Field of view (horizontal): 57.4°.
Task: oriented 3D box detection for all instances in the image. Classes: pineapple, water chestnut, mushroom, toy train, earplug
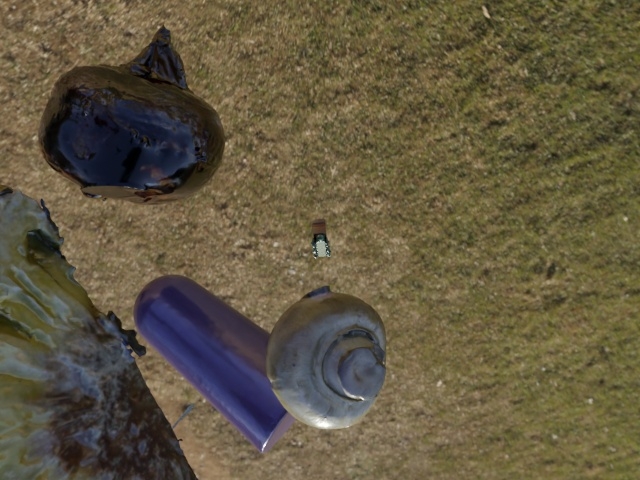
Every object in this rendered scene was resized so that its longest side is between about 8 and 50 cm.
[{"bbox_3d":[-0.254,0.175,0.401,0.286,0.209,0.344,-24,96,40],"label":"pineapple"},{"bbox_3d":[-0.340,-0.233,1.114,0.336,0.335,0.346,13,91,-12],"label":"water chestnut"},{"bbox_3d":[0.018,0.204,1.032,0.255,0.184,0.254,-4,99,-27],"label":"mushroom"},{"bbox_3d":[0.000,0.000,1.349,0.044,0.064,0.103,-7,154,1],"label":"toy train"},{"bbox_3d":[-0.228,0.244,1.301,0.456,0.215,0.215,35,124,14],"label":"earplug"}]

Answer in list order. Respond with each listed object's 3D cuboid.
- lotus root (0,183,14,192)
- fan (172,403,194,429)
[{"bbox_3d":[-0.853,-0.078,1.501,0.097,0.258,0.110,-10,111,-5],"label":"lotus root"},{"bbox_3d":[-0.323,0.401,1.001,0.310,0.182,0.010,-47,160,-9],"label":"fan"}]
